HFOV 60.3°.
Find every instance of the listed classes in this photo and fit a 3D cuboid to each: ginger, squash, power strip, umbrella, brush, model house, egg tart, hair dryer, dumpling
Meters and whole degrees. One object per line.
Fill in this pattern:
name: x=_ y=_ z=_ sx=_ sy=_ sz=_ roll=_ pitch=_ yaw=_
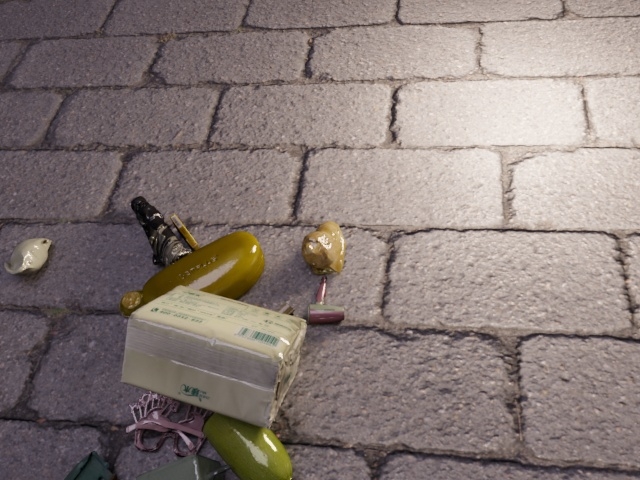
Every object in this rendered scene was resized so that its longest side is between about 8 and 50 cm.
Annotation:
ginger: x=0.001 y=-0.002 z=1.659 sx=0.115 sy=0.123 sz=0.193 roll=-14 pitch=47 yaw=23
squash: x=-0.164 y=0.507 z=1.325 sx=0.132 sy=0.133 sz=0.247 roll=-39 pitch=59 yaw=-17
power strip: x=-0.291 y=0.582 z=1.268 sx=0.224 sy=0.140 sz=0.139 roll=-23 pitch=55 yaw=4
umbrella: x=-0.528 y=-0.024 z=1.752 sx=0.106 sy=0.113 sz=0.358 roll=-15 pitch=45 yaw=-35
brush: x=-0.173 y=0.270 z=1.548 sx=0.248 sy=0.036 sz=0.043 roll=-42 pitch=56 yaw=-11
model house: x=-0.550 y=0.614 z=1.326 sx=0.148 sy=0.148 sz=0.119 roll=45 pitch=109 yaw=-7
egg tart: x=-0.560 y=0.185 z=1.654 sx=0.105 sy=0.039 sz=0.105 roll=-4 pitch=58 yaw=6
hair dryer: x=0.012 y=0.165 z=1.583 sx=0.106 sy=0.054 sz=0.154 roll=-4 pitch=52 yaw=0
dumpling: x=-0.952 y=0.054 z=1.763 sx=0.134 sy=0.100 sz=0.169 roll=-8 pitch=53 yaw=17

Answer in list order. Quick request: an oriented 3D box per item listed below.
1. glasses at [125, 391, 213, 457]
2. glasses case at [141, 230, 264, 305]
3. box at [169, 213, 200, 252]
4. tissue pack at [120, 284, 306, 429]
glasses: x=-0.393 y=0.454 z=1.420 sx=0.255 sy=0.095 sz=0.162 roll=6 pitch=49 yaw=9
glasses case: x=-0.334 y=0.111 z=1.610 sx=0.371 sy=0.141 sz=0.173 roll=-30 pitch=58 yaw=-12
box: x=-0.419 y=-0.009 z=1.734 sx=0.022 sy=0.089 sz=0.156 roll=-35 pitch=60 yaw=-13
tissue pack: x=-0.248 y=0.269 z=1.360 sx=0.380 sy=0.297 sz=0.207 roll=15 pitch=103 yaw=9
